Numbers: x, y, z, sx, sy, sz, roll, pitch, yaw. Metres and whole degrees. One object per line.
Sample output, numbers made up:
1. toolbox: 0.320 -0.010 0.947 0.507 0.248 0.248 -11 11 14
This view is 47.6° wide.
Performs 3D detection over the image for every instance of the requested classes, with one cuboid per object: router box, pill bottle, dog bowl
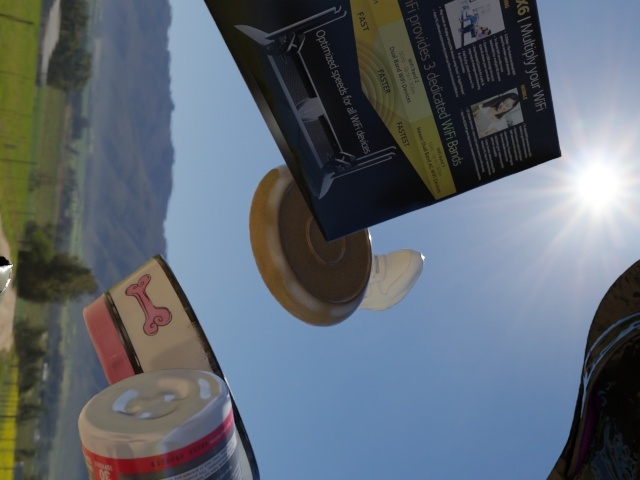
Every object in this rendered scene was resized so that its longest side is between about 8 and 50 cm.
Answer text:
1. router box: 0.060 -0.163 0.628 0.081 0.242 0.309 -101 168 -47
2. pill bottle: -0.176 0.333 0.877 0.176 0.176 0.319 -147 -131 -68
3. dog bowl: -0.249 0.235 1.171 0.408 0.150 0.408 56 -19 31

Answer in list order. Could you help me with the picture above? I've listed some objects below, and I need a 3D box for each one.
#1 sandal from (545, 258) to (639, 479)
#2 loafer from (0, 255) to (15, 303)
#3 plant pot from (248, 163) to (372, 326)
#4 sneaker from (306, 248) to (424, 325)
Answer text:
1. sandal: 0.307 0.189 0.691 0.446 0.167 0.107 -60 151 -21
2. loafer: -0.365 0.011 0.661 0.087 0.094 0.251 -61 169 -15
3. plant pot: 0.000 0.000 1.005 0.032 0.236 0.236 -20 -117 40
4. sneaker: 0.065 0.083 1.510 0.305 0.152 0.114 -23 -140 17
